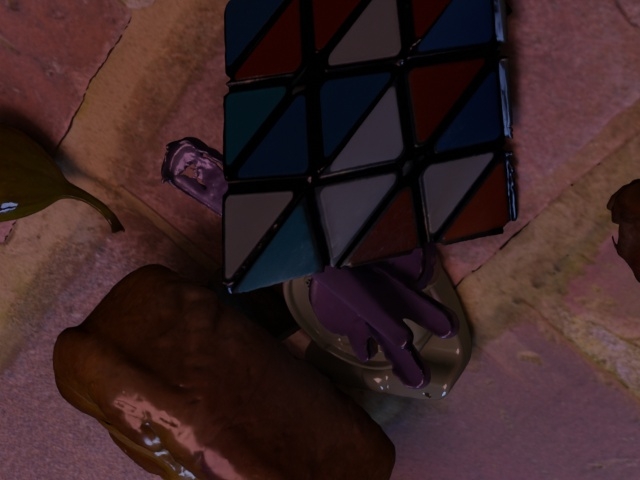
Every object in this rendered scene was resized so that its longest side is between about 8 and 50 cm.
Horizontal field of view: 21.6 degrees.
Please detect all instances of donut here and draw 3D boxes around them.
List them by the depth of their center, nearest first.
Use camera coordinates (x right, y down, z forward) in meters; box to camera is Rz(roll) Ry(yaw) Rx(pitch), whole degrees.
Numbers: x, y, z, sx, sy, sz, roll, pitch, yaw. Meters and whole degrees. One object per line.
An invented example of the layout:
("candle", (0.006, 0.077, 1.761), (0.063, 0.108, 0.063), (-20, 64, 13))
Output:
("donut", (-0.083, 0.161, 1.496), (0.299, 0.150, 0.317), (27, 163, 43))

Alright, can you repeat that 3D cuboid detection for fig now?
("fig", (-0.263, -0.045, 1.543), (0.166, 0.093, 0.093), (25, 148, -17))

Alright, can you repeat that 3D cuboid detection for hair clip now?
("hair clip", (0.005, -0.003, 1.298), (0.278, 0.090, 0.137), (38, 112, 22))

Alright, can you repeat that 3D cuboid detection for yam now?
("yam", (-0.059, 0.058, 1.507), (0.094, 0.043, 0.043), (40, 144, -2))

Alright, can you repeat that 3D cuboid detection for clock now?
("clock", (0.036, 0.044, 1.396), (0.151, 0.062, 0.191), (8, 134, 35))

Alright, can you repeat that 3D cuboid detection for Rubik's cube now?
("Rubik's cube", (0.045, -0.144, 1.166), (0.234, 0.284, 0.250), (-52, 56, 42))

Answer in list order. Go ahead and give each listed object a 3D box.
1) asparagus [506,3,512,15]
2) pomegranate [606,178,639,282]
("asparagus", (0.042, -0.229, 1.121), (0.022, 0.023, 0.233), (-44, 101, 9))
("pomegranate", (0.311, 0.023, 0.917), (0.338, 0.338, 0.338), (23, 142, 19))
